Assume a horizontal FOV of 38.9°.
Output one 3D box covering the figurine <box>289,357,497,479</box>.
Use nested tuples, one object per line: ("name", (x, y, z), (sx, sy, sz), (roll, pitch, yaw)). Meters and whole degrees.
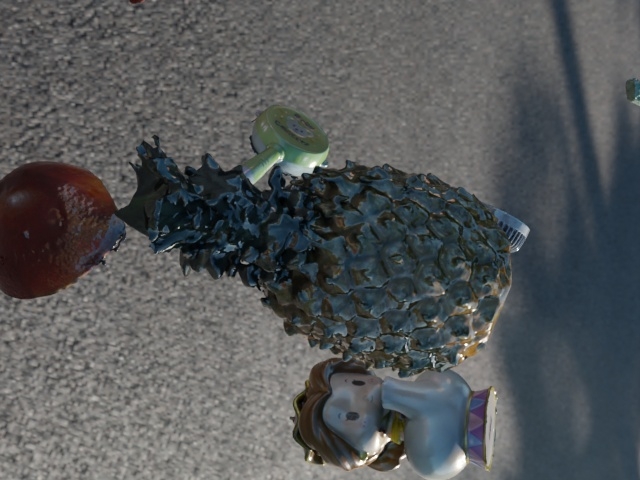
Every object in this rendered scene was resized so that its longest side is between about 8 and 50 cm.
("figurine", (0.081, 0.223, 1.120), (0.190, 0.263, 0.142), (71, 27, -45))

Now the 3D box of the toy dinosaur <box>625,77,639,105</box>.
("toy dinosaur", (0.398, -0.116, 1.023), (0.076, 0.129, 0.383), (77, 31, -87))

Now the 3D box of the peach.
("peach", (-0.359, -0.019, 1.153), (0.068, 0.279, 0.189), (25, 70, -50))

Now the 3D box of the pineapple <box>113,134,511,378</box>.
("pineapple", (0.000, 0.000, 0.814), (0.362, 0.202, 0.202), (21, 77, -34))

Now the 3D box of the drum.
("drum", (-0.054, -0.109, 1.276), (0.049, 0.130, 0.253), (-53, -168, 33))

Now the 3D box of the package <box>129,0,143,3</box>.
("package", (-0.057, -0.440, 1.163), (0.423, 0.123, 0.196), (-16, 104, -14))

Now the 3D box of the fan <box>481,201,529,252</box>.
("fan", (0.326, -0.042, 1.864), (0.130, 0.244, 0.074), (28, 89, -29))
